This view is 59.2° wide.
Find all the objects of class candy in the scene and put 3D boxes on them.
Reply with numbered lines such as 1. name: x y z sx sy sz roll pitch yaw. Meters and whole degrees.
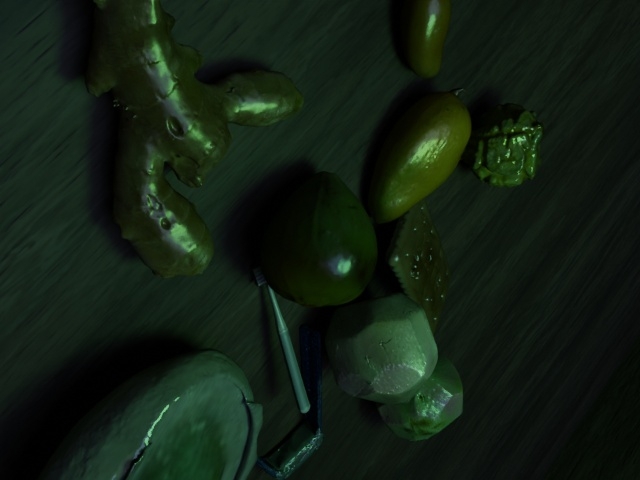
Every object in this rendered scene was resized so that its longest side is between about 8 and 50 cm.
1. candy: -0.273 0.370 0.922 0.426 0.186 0.386 -58 145 -6

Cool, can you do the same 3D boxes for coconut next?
1. coconut: 0.127 0.233 1.179 0.227 0.227 0.230 -11 83 -39
2. coconut: 0.250 0.383 1.408 0.235 0.236 0.204 63 31 -41

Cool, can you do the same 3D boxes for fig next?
1. fig: 0.008 0.007 0.986 0.230 0.207 0.207 -56 137 -18

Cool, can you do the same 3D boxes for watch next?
1. watch: -0.065 0.357 1.208 0.276 0.068 0.274 -43 129 -18

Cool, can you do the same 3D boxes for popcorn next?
1. popcorn: 0.420 -0.214 1.282 0.185 0.167 0.187 38 81 -47

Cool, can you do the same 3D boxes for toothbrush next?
1. toothbrush: -0.072 0.194 1.085 0.030 0.025 0.342 -26 115 -23

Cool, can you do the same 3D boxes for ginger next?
1. ginger: -0.217 -0.152 0.773 0.363 0.122 0.348 -54 135 1

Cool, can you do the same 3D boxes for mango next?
1. mango: 0.199 -0.170 1.142 0.316 0.119 0.176 -53 140 5
2. mango: 0.192 -0.386 1.042 0.102 0.085 0.184 -36 142 -30

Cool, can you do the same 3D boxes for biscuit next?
1. biscuit: 0.235 0.057 1.283 0.217 0.044 0.324 -64 142 -32
